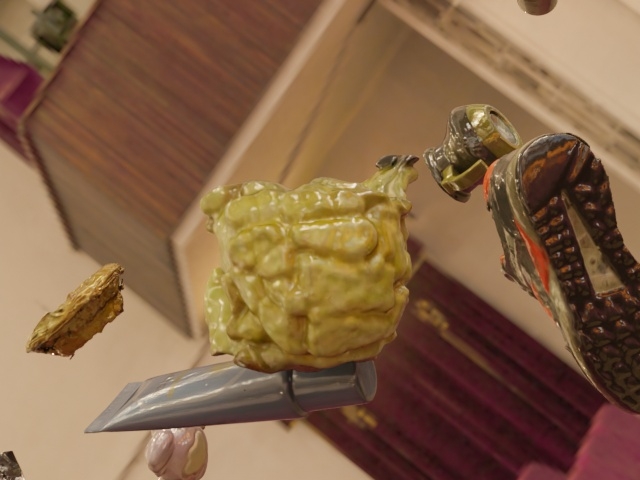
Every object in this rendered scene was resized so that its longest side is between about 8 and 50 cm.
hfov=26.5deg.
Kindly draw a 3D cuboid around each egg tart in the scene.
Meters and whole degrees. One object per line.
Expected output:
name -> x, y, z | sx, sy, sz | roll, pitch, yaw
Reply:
egg tart -> -0.236, 0.074, 1.345 | 0.130, 0.052, 0.130 | -42, 6, 6

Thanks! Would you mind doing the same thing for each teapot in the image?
teapot -> 0.212, -0.116, 1.906 | 0.119, 0.130, 0.166 | -41, 11, 25

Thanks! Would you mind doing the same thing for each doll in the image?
doll -> -0.228, 0.406, 2.066 | 0.160, 0.094, 0.365 | 40, -129, -61

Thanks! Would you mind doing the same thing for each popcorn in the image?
popcorn -> -0.017, 0.036, 1.600 | 0.293, 0.293, 0.237 | -28, -66, -68

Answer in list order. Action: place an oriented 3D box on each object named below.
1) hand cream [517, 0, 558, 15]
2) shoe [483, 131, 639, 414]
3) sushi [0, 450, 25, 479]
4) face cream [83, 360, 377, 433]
hand cream -> 0.281, -0.350, 1.764 | 0.186, 0.087, 0.054 | 65, -140, -69
shoe -> 0.268, 0.042, 1.488 | 0.132, 0.336, 0.171 | -33, 14, -20
sushi -> -0.300, 0.233, 1.181 | 0.083, 0.085, 0.056 | -1, -62, -28
face cream -> -0.115, 0.196, 1.756 | 0.385, 0.086, 0.135 | -9, 19, 24
